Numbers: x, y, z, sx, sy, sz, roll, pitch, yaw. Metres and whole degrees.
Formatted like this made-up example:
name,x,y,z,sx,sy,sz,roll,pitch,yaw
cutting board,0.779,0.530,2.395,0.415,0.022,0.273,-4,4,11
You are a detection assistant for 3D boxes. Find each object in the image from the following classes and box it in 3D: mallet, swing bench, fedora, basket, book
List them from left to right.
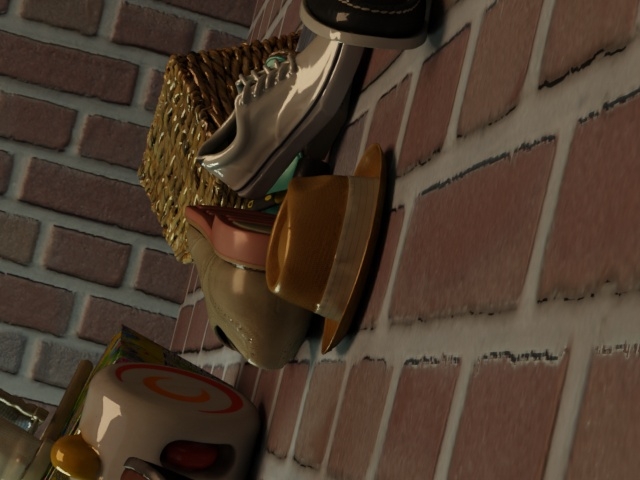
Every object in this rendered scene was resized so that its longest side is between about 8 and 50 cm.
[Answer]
name,x,y,z,sx,sy,sz,roll,pitch,yaw
swing bench,-0.444,0.204,2.120,0.165,0.253,0.255,-58,7,19
basket,-0.099,-0.116,2.410,0.213,0.223,0.299,62,151,26
mallet,-0.040,-0.057,1.916,0.189,0.039,0.062,3,74,69
fedora,0.000,0.000,1.491,0.194,0.079,0.194,-165,90,-83
book,0.015,-0.174,1.904,0.096,0.035,0.144,122,161,-57

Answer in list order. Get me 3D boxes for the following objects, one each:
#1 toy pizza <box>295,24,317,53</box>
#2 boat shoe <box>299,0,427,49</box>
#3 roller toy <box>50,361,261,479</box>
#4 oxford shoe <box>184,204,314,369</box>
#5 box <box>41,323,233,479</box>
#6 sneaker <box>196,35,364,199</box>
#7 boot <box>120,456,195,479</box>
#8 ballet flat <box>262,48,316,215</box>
name,x,y,z,sx,sy,sz,roll,pitch,yaw
toy pizza,-0.014,-0.209,2.187,0.201,0.032,0.201,-166,90,-82
boat shoe,0.044,-0.241,1.500,0.302,0.114,0.091,-95,15,-66
roller toy,-0.171,0.229,1.880,0.209,0.191,0.146,-14,-59,-70
oxford shoe,-0.079,0.044,1.795,0.397,0.140,0.146,-135,52,-84
box,-0.244,0.283,2.138,0.290,0.177,0.279,-60,8,2
sneaker,-0.043,-0.149,1.838,0.258,0.091,0.094,-53,24,28
boot,-0.155,0.348,1.498,0.264,0.096,0.280,29,90,48
ballet flat,-0.028,-0.118,1.989,0.067,0.073,0.206,-16,-65,-51
